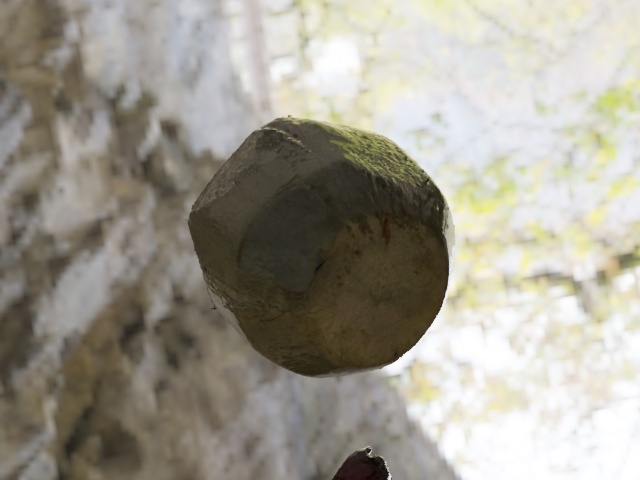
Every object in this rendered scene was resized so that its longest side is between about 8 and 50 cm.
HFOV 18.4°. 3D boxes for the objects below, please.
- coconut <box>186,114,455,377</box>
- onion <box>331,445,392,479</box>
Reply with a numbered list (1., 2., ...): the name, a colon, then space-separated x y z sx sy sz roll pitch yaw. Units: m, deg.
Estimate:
1. coconut: -0.003 0.000 1.253 0.161 0.161 0.162 -12 -153 -27
2. onion: 0.007 0.244 1.364 0.173 0.198 0.135 22 162 19
